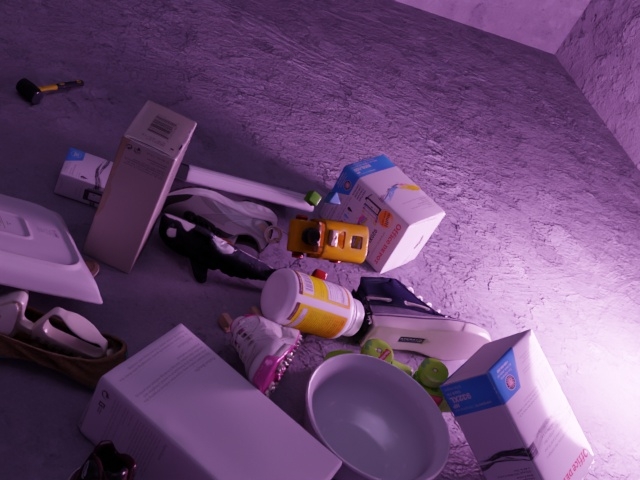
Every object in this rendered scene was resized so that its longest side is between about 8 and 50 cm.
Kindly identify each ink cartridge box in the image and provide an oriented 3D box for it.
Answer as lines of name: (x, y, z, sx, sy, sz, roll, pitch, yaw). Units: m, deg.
ink cartridge box: (-0.477, -0.125, 1.931, 0.180, 0.060, 0.104, 19, 36, -16)
ink cartridge box: (0.154, -0.067, 2.217, 0.232, 0.171, 0.168, 45, 38, 21)
ink cartridge box: (0.403, 0.370, 1.788, 0.223, 0.129, 0.308, -28, 92, -51)

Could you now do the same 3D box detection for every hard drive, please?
hard drive: (-0.188, -0.128, 2.076, 0.307, 0.040, 0.203, 14, 3, -23)

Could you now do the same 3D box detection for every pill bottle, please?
pill bottle: (-0.012, 0.139, 1.862, 0.215, 0.117, 0.117, 21, 33, -36)

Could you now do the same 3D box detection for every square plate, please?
square plate: (-0.585, -0.018, 1.600, 0.344, 0.049, 0.347, 17, 18, -35)

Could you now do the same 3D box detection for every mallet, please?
mallet: (-0.641, -0.365, 2.139, 0.062, 0.039, 0.189, 44, 33, 21)

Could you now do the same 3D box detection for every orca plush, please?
orca plush: (-0.229, 0.052, 1.900, 0.287, 0.102, 0.151, 30, -11, -17)

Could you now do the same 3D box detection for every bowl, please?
bowl: (0.083, 0.367, 1.658, 0.297, 0.134, 0.298, 19, 35, -15)

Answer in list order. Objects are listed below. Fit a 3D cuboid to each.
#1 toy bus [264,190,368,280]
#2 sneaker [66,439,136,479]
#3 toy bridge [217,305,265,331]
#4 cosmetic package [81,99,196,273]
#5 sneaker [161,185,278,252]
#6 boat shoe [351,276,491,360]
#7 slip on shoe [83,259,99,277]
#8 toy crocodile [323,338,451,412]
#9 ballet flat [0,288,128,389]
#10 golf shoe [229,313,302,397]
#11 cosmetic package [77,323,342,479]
toy bus: (0.011, -0.004, 1.994, 0.202, 0.104, 0.191, -42, 110, -23)
sneaker: (-0.316, 0.416, 1.282, 0.106, 0.163, 0.281, 7, 41, -30)
toy bridge: (-0.128, 0.167, 1.848, 0.188, 0.026, 0.063, -11, 53, -45)
cosmetic package: (-0.364, -0.105, 1.771, 0.113, 0.309, 0.160, 25, 34, -7)
sneaker: (-0.233, -0.047, 1.982, 0.271, 0.100, 0.108, 15, 68, -8)
boat shoe: (0.226, 0.168, 2.011, 0.340, 0.127, 0.158, 12, 46, -23)
slip on shoe: (-0.488, 0.055, 1.714, 0.135, 0.041, 0.051, -7, 49, -41)
toy crocodile: (0.161, 0.296, 1.822, 0.340, 0.115, 0.105, 19, 42, -11)
ballet flat: (-0.487, 0.154, 1.520, 0.342, 0.124, 0.116, 24, 35, -9)
golf shoe: (-0.120, 0.209, 1.662, 0.140, 0.115, 0.306, 30, 3, 1)
cosmetic package: (-0.182, 0.345, 1.480, 0.385, 0.156, 0.217, 41, 36, 13)
